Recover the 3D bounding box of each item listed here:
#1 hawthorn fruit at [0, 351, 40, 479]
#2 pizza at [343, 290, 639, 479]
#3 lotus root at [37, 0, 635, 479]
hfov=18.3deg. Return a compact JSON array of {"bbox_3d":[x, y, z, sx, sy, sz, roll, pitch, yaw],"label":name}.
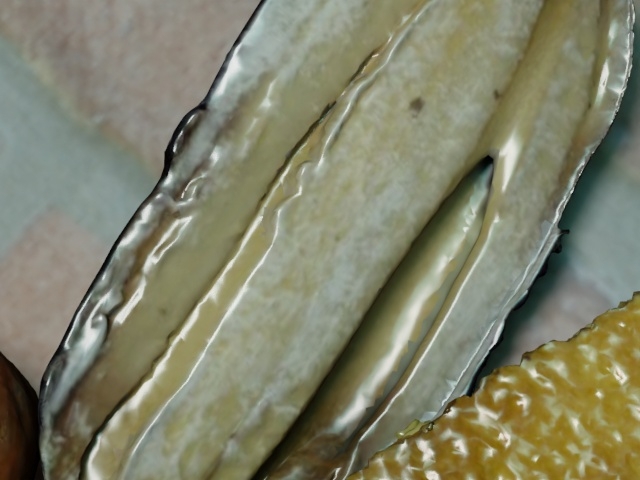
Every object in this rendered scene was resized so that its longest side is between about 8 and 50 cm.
[{"bbox_3d":[-0.185,0.102,0.776,0.149,0.149,0.189,0,70,8],"label":"hawthorn fruit"},{"bbox_3d":[0.121,0.171,0.742,0.258,0.087,0.268,-30,77,-9],"label":"pizza"},{"bbox_3d":[-0.001,0.001,0.814,0.167,0.078,0.329,38,82,-13],"label":"lotus root"}]
